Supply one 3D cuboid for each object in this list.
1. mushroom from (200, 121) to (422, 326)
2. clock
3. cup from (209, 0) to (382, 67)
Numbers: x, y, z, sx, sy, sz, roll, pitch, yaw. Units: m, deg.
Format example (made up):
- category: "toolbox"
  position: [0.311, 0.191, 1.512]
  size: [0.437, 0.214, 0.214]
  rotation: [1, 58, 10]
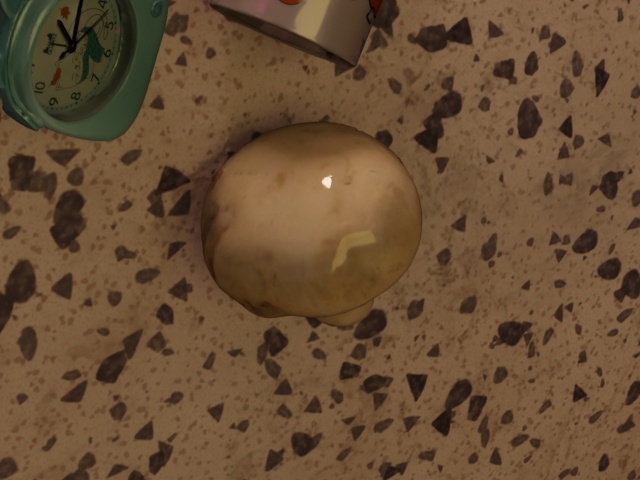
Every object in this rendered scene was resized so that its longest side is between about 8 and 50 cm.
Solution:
- category: "mushroom"
  position: [0.000, 0.000, 1.765]
  size: [0.314, 0.314, 0.336]
  rotation: [-44, 151, -12]
- category: "clock"
  position: [-0.311, -0.242, 1.495]
  size: [0.274, 0.094, 0.224]
  rotation: [2, 110, -58]
- category: "cup"
  position: [0.008, -0.416, 1.627]
  size: [0.212, 0.212, 0.318]
  rotation: [19, 95, -37]
